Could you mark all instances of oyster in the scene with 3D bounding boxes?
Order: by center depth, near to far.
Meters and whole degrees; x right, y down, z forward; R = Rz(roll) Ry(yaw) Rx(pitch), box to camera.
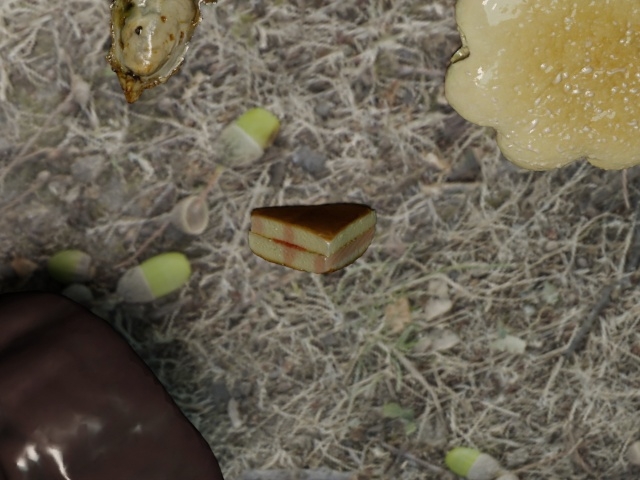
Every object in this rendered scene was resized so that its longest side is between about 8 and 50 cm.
[{"bbox_3d":[-0.129,-0.168,1.384,0.086,0.029,0.132,35,108,-20],"label":"oyster"}]

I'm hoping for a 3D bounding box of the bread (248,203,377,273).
[{"bbox_3d":[0.000,0.000,1.486,0.109,0.062,0.043,-4,117,-15],"label":"bread"}]

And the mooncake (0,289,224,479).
[{"bbox_3d":[-0.202,0.175,1.400,0.141,0.283,0.283,-36,125,-29],"label":"mooncake"}]

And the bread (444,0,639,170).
[{"bbox_3d":[0.222,-0.134,1.480,0.251,0.039,0.182,0,117,-14],"label":"bread"}]
